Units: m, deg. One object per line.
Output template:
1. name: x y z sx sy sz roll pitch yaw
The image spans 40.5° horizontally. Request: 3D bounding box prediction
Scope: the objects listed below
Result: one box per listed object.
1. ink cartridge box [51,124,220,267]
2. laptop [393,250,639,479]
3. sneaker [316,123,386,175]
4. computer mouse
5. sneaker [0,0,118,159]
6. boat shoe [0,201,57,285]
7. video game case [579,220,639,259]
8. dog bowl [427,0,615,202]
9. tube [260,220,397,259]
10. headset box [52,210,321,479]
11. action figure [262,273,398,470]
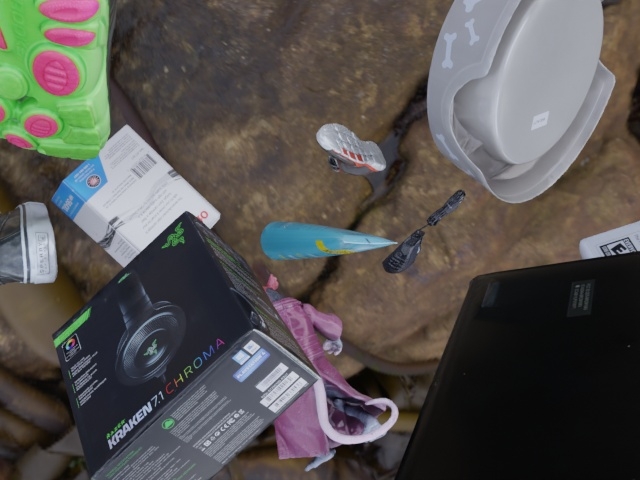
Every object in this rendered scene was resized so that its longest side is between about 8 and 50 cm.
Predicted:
1. ink cartridge box: -0.279 -0.049 1.323 0.203 0.086 0.148 45 54 -8
2. laptop: 0.253 0.173 0.368 0.407 0.382 0.236 -10 111 25
3. sneaker: 0.035 -0.121 1.275 0.064 0.061 0.158 -30 152 27
4. computer mouse: 0.185 -0.008 1.524 0.041 0.242 0.071 47 48 5
5. sneaker: -0.283 -0.235 0.923 0.185 0.483 0.202 19 64 -16
6. boat shoe: -0.446 0.003 1.224 0.119 0.335 0.121 0 90 -22
7. video game case: 0.492 0.069 0.965 0.299 0.329 0.036 -18 131 5
8. dog bowl: 0.272 -0.228 1.138 0.348 0.102 0.349 -28 133 -36
9. tube: 0.000 0.000 1.096 0.080 0.207 0.052 -5 93 -35
10. headset box: -0.175 0.134 1.051 0.246 0.283 0.131 -42 129 4
11. action figure: -0.051 0.225 1.578 0.248 0.276 0.370 -23 79 -14
